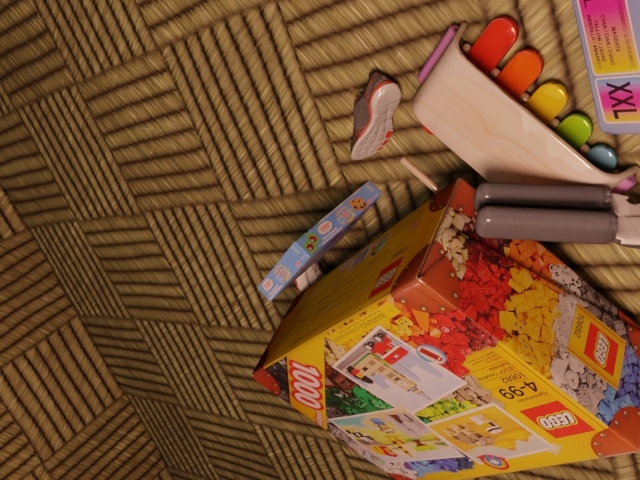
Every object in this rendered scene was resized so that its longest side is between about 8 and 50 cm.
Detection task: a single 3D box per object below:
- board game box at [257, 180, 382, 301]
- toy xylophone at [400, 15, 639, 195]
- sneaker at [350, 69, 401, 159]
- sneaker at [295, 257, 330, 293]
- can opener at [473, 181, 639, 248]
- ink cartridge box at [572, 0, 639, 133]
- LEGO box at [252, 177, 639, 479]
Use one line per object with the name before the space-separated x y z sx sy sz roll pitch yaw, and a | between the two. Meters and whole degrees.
board game box | 0.000 0.000 1.095 0.039 0.211 0.160 46 139 5
toy xylophone | 0.241 -0.129 0.881 0.323 0.081 0.236 48 140 1
sneaker | 0.078 -0.195 1.012 0.065 0.061 0.158 60 146 30
sneaker | 0.017 0.092 1.264 0.092 0.088 0.225 -10 116 26
can opener | 0.325 -0.020 0.791 0.280 0.074 0.093 5 144 0
ink cartridge box | 0.405 -0.230 0.514 0.395 0.151 0.270 14 131 59
LEGO box | 0.173 0.185 1.017 0.372 0.193 0.500 37 143 -9
